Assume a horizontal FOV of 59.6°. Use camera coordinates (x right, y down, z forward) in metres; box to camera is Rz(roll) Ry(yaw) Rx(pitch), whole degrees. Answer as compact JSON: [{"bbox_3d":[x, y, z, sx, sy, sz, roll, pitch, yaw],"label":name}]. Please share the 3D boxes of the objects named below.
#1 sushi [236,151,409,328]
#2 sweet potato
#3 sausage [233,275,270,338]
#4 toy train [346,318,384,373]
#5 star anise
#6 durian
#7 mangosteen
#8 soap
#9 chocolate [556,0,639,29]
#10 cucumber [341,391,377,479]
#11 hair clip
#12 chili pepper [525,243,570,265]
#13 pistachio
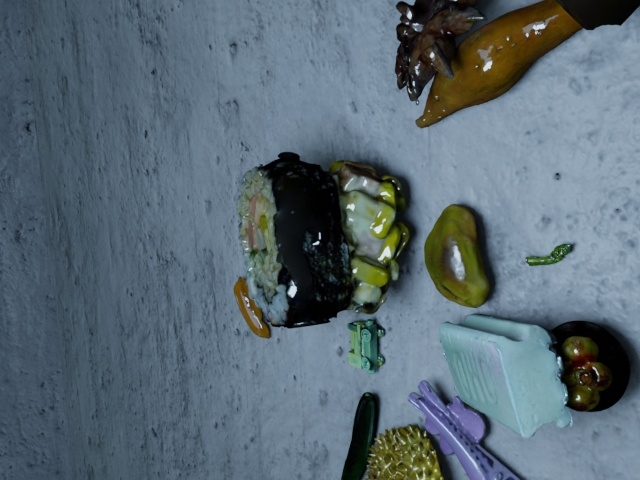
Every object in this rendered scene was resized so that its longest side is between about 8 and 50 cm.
[{"bbox_3d":[0.000,0.000,1.123,0.328,0.285,0.328,151,110,-65],"label":"sushi"},{"bbox_3d":[0.275,-0.289,0.898,0.359,0.112,0.112,-36,72,45],"label":"sweet potato"},{"bbox_3d":[-0.183,0.179,1.471,0.183,0.054,0.062,67,162,9],"label":"sausage"},{"bbox_3d":[0.097,0.226,1.208,0.081,0.050,0.122,9,105,51],"label":"toy train"},{"bbox_3d":[0.177,-0.361,0.920,0.272,0.102,0.272,-53,28,44],"label":"star anise"},{"bbox_3d":[0.159,0.492,1.126,0.183,0.138,0.250,-147,60,-81],"label":"durian"},{"bbox_3d":[0.392,0.191,0.836,0.137,0.151,0.137,1,92,25],"label":"mangosteen"},{"bbox_3d":[0.282,0.204,0.903,0.261,0.094,0.150,157,103,-81],"label":"soap"},{"bbox_3d":[0.327,-0.501,0.699,0.314,0.326,0.297,-50,42,24],"label":"chocolate"},{"bbox_3d":[0.090,0.453,1.252,0.056,0.056,0.284,29,119,38],"label":"cucumber"},{"bbox_3d":[0.272,0.389,1.045,0.278,0.090,0.137,58,144,31],"label":"hair clip"},{"bbox_3d":[0.376,0.026,0.914,0.083,0.022,0.027,-31,77,47],"label":"chili pepper"},{"bbox_3d":[0.237,0.031,0.995,0.110,0.100,0.189,-10,91,41],"label":"pistachio"}]
